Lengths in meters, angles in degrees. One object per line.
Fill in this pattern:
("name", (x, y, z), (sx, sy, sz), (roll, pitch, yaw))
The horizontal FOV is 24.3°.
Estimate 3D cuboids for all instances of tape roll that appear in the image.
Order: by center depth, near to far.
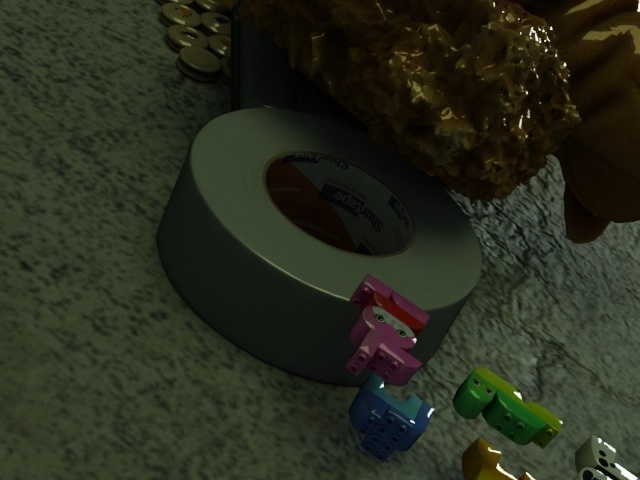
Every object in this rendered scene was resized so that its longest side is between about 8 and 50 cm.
("tape roll", (0.000, 0.000, 1.040), (0.219, 0.072, 0.219), (19, 32, -13))

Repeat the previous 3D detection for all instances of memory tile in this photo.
("memory tile", (-0.083, -0.177, 1.286), (0.113, 0.012, 0.148), (9, 37, -26))

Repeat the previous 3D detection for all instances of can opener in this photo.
("can opener", (-0.023, -0.185, 1.209), (0.095, 0.076, 0.283), (5, 53, -10))

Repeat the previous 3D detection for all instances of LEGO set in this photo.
("LEGO set", (0.088, 0.135, 0.905), (0.227, 0.087, 0.093), (35, 35, 0))

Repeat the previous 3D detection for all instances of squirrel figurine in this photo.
("squirrel figurine", (0.144, -0.154, 1.149), (0.397, 0.281, 0.370), (-35, 95, -38))

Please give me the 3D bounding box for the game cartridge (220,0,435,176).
("game cartridge", (0.102, -0.180, 1.382), (0.285, 0.052, 0.324), (42, 37, 17))
